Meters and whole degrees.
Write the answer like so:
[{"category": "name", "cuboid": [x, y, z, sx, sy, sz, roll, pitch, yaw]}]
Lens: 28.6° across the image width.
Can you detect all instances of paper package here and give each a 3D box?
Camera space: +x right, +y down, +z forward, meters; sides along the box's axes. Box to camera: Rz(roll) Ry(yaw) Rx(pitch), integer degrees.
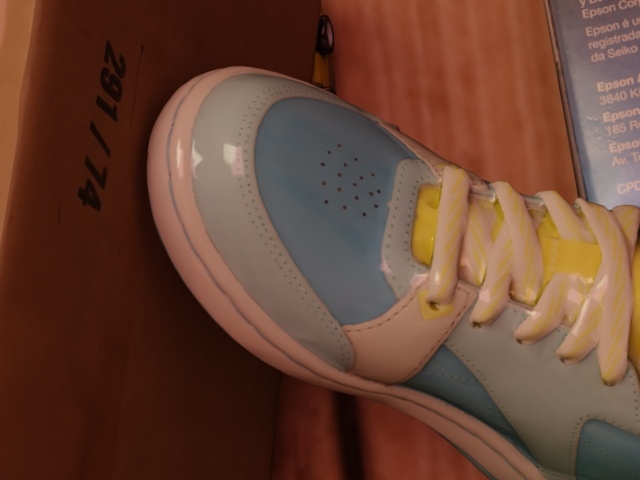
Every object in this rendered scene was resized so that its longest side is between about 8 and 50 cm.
[{"category": "paper package", "cuboid": [-0.128, -0.033, 0.538, 0.168, 0.309, 0.324, 3, 80, 17]}]

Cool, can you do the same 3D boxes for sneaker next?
[{"category": "sneaker", "cuboid": [0.103, 0.011, 0.498, 0.208, 0.319, 0.127, -14, 54, 44]}]

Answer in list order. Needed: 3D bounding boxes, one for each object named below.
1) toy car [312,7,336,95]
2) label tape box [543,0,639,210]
[{"category": "toy car", "cuboid": [0.000, 0.000, 0.688, 0.225, 0.053, 0.239, 29, 87, 19]}, {"category": "label tape box", "cuboid": [0.228, -0.173, 0.637, 0.241, 0.106, 0.333, -10, 74, 12]}]
